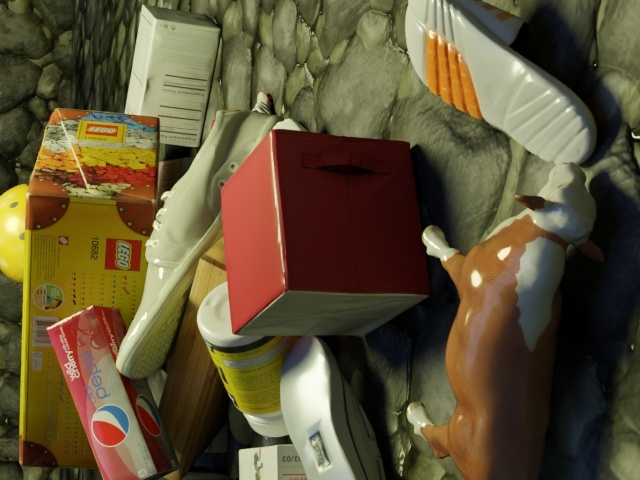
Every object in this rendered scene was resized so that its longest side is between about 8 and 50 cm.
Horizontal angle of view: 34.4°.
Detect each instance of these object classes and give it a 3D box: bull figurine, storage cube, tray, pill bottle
[{"bbox_3d":[0.162,0.076,0.944,0.188,0.101,0.310,-155,74,-70],"label":"bull figurine"},{"bbox_3d":[0.000,0.000,1.232,0.215,0.183,0.193,138,130,-58],"label":"storage cube"},{"bbox_3d":[-0.150,0.158,1.569,0.203,0.076,0.411,-49,-19,-55],"label":"tray"},{"bbox_3d":[-0.079,0.159,1.380,0.119,0.119,0.208,-118,8,-52],"label":"pill bottle"}]

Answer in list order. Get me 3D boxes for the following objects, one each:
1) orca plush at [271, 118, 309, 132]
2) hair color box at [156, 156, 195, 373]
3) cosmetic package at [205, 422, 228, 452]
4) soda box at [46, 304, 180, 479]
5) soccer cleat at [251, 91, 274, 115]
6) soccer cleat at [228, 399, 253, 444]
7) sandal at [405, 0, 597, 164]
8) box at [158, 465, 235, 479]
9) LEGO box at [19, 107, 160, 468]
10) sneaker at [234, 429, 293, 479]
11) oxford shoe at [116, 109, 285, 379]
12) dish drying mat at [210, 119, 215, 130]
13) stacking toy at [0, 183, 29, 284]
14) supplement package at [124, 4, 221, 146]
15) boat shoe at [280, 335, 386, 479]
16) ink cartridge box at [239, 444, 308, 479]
[{"bbox_3d":[-0.012,-0.032,1.437,0.151,0.102,0.287,-32,54,7],"label":"orca plush"},{"bbox_3d":[-0.233,0.044,1.866,0.185,0.113,0.375,-175,90,-68],"label":"hair color box"},{"bbox_3d":[-0.189,0.311,1.805,0.060,0.041,0.115,157,115,-64],"label":"cosmetic package"},{"bbox_3d":[-0.301,0.230,1.505,0.263,0.083,0.092,66,-169,13],"label":"soda box"},{"bbox_3d":[-0.097,-0.215,1.687,0.029,0.035,0.083,116,149,-41],"label":"soccer cleat"},{"bbox_3d":[-0.092,0.232,1.563,0.076,0.068,0.196,47,126,56],"label":"soccer cleat"},{"bbox_3d":[0.180,-0.160,0.989,0.265,0.076,0.102,46,146,34],"label":"sandal"},{"bbox_3d":[-0.224,0.529,1.668,0.296,0.182,0.294,173,99,-65],"label":"box"},{"bbox_3d":[-0.387,0.077,1.757,0.372,0.193,0.500,-105,22,-62],"label":"LEGO box"},{"bbox_3d":[-0.090,0.377,1.481,0.101,0.106,0.267,148,124,-64],"label":"sneaker"},{"bbox_3d":[-0.190,-0.006,1.524,0.449,0.130,0.169,-63,-8,-15],"label":"oxford shoe"},{"bbox_3d":[-0.197,-0.189,1.955,0.032,0.008,0.083,117,147,-44],"label":"dish drying mat"},{"bbox_3d":[-0.547,-0.011,2.086,0.350,0.480,0.351,47,148,44],"label":"stacking toy"},{"bbox_3d":[-0.298,-0.326,2.056,0.139,0.133,0.244,-129,48,-58],"label":"supplement package"},{"bbox_3d":[0.020,0.237,1.265,0.095,0.084,0.258,-35,52,31],"label":"boat shoe"},{"bbox_3d":[-0.028,0.297,1.344,0.181,0.104,0.062,152,119,-63],"label":"ink cartridge box"}]
